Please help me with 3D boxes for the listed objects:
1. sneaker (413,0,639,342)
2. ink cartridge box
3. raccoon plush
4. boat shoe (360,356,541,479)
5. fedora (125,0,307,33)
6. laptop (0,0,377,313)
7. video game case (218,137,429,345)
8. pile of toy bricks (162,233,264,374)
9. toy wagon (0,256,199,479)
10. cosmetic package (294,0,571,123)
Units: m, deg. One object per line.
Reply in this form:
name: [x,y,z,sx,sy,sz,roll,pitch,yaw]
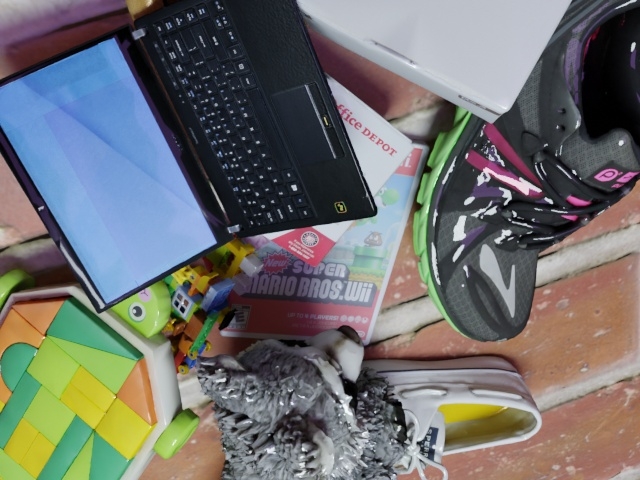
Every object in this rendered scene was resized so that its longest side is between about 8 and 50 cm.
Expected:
sneaker: [0.241,-0.079,0.755,0.185,0.202,0.483,-14,124,-36]
ink cartridge box: [-0.006,-0.079,0.747,0.127,0.072,0.175,34,103,-26]
raccoon plush: [-0.053,0.295,0.755,0.216,0.299,0.447,16,91,20]
boat shoe: [0.130,0.257,0.936,0.367,0.156,0.136,-2,116,-13]
fedora: [-0.097,-0.255,0.658,0.194,0.079,0.194,-8,125,-12]
laptop: [-0.124,-0.075,0.607,0.264,0.136,0.234,-8,117,34]
video game case: [0.000,0.000,0.847,0.204,0.025,0.285,7,114,-18]
pile of toy bricks: [-0.169,0.074,0.804,0.105,0.118,0.212,42,123,14]
toy wagon: [-0.259,0.146,0.743,0.267,0.068,0.344,37,107,8]
cosmetic package: [0.155,-0.317,0.586,0.217,0.156,0.385,31,102,5]
